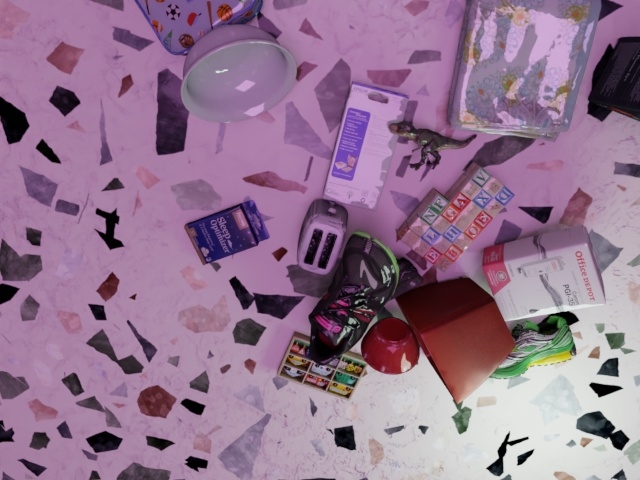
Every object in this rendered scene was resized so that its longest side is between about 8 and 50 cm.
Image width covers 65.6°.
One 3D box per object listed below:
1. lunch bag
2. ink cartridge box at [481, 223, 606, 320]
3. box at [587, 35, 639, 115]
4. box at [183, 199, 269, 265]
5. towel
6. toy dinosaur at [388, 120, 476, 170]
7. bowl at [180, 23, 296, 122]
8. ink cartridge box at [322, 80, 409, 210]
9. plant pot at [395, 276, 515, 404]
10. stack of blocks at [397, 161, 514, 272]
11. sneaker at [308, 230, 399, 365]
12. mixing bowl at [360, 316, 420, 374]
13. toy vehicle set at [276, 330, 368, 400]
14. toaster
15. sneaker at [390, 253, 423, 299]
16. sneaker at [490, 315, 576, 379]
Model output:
[{"bbox_3d":[-0.305,-0.628,1.241,0.303,0.115,0.243,-27,105,12],"label":"lunch bag"},{"bbox_3d":[0.637,0.097,1.425,0.282,0.117,0.207,-17,109,30],"label":"ink cartridge box"},{"bbox_3d":[0.904,-0.347,1.196,0.342,0.313,0.179,19,110,-5],"label":"box"},{"bbox_3d":[-0.281,-0.024,1.500,0.225,0.036,0.137,-20,108,8],"label":"box"},{"bbox_3d":[0.515,-0.458,1.287,0.320,0.090,0.375,5,110,-1],"label":"towel"},{"bbox_3d":[0.302,-0.252,1.360,0.267,0.064,0.118,4,122,-23],"label":"toy dinosaur"},{"bbox_3d":[-0.219,-0.441,1.251,0.297,0.298,0.134,-24,73,10],"label":"bowl"},{"bbox_3d":[0.121,-0.260,1.386,0.165,0.065,0.333,14,111,-4],"label":"ink cartridge box"},{"bbox_3d":[0.408,0.263,1.475,0.235,0.267,0.267,-29,107,2],"label":"plant pot"},{"bbox_3d":[0.382,-0.077,1.430,0.171,0.087,0.297,36,107,-10],"label":"stack of blocks"},{"bbox_3d":[0.081,0.188,1.411,0.185,0.202,0.483,27,128,17],"label":"sneaker"},{"bbox_3d":[0.212,0.297,1.484,0.181,0.182,0.098,1,132,1],"label":"mixing bowl"},{"bbox_3d":[0.006,0.420,1.651,0.266,0.035,0.166,20,109,-6],"label":"toy vehicle set"},{"bbox_3d":[0.000,0.000,1.440,0.129,0.146,0.227,19,110,-4],"label":"toaster"},{"bbox_3d":[0.191,0.122,1.517,0.227,0.087,0.130,-36,79,33],"label":"sneaker"},{"bbox_3d":[0.617,0.327,1.563,0.343,0.134,0.147,-18,102,-1],"label":"sneaker"}]
